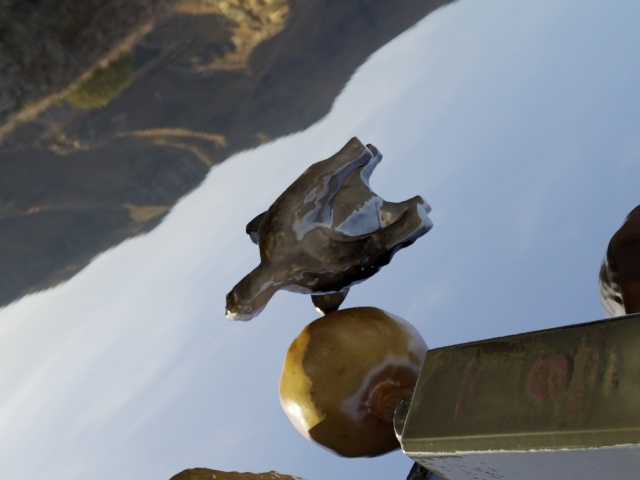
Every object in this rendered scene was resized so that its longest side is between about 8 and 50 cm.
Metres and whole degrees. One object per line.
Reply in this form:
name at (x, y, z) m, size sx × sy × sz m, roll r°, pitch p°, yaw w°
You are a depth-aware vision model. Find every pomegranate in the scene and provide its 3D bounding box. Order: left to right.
pomegranate at (0.050, 0.183, 1.169) m, size 0.207 × 0.207 × 0.207 m, roll -34°, pitch -165°, yaw 10°

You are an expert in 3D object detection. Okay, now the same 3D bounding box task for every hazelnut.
hazelnut at (0.441, 0.049, 1.088) m, size 0.208 × 0.208 × 0.208 m, roll -34°, pitch -165°, yaw 10°

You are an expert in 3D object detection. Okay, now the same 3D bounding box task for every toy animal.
toy animal at (0.000, 0.000, 1.346) m, size 0.303 × 0.194 × 0.344 m, roll -40°, pitch 175°, yaw 8°

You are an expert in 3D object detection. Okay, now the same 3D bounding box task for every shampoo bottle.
shampoo bottle at (0.136, 0.101, 0.535) m, size 0.246 × 0.079 × 0.080 m, roll -20°, pitch -139°, yaw 51°

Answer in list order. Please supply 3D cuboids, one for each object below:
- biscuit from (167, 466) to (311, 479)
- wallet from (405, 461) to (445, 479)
biscuit at (0.033, 0.370, 1.041) m, size 0.446 × 0.430 × 0.103 m, roll -151°, pitch -100°, yaw -78°
wallet at (0.190, 0.253, 1.139) m, size 0.170 × 0.044 × 0.321 m, roll -49°, pitch 153°, yaw 1°
